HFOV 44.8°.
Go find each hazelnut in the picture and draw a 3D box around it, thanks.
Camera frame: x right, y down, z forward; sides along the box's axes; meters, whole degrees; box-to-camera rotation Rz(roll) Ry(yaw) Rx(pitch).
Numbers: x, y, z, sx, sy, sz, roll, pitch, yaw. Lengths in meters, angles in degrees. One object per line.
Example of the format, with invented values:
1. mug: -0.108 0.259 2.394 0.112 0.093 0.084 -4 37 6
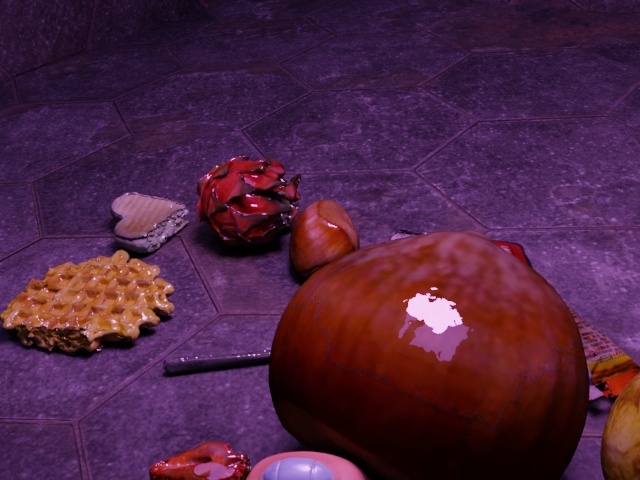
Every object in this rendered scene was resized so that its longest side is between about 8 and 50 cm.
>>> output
1. hazelnut: 0.139 0.169 1.005 0.409 0.359 0.359 27 44 35
2. hazelnut: 0.000 0.000 1.510 0.150 0.150 0.150 -5 31 3

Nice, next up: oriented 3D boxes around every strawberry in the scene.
1. strawberry: -0.168 0.320 1.094 0.152 0.048 0.104 -2 28 2

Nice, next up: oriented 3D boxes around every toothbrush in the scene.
1. toothbrush: -0.117 0.197 1.306 0.297 0.030 0.030 -6 41 0

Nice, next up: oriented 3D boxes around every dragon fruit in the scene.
1. dragon fruit: -0.143 -0.079 1.617 0.274 0.193 0.192 24 14 40

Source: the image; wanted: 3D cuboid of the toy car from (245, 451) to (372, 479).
1. toy car: -0.019 0.347 0.841 0.180 0.212 0.270 0 39 11

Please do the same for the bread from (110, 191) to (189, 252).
1. bread: -0.377 -0.045 1.724 0.172 0.064 0.232 -14 33 -14

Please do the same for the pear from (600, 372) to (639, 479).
1. pear: 0.465 0.253 0.865 0.283 0.283 0.283 -5 31 3

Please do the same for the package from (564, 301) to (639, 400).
1. package: 0.326 0.159 1.213 0.223 0.108 0.288 -21 36 -19

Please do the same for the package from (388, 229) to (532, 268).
1. package: 0.261 0.036 1.477 0.269 0.071 0.194 9 34 1

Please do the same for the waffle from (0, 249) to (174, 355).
1. waffle: -0.437 0.119 1.470 0.307 0.060 0.312 -26 34 -28
